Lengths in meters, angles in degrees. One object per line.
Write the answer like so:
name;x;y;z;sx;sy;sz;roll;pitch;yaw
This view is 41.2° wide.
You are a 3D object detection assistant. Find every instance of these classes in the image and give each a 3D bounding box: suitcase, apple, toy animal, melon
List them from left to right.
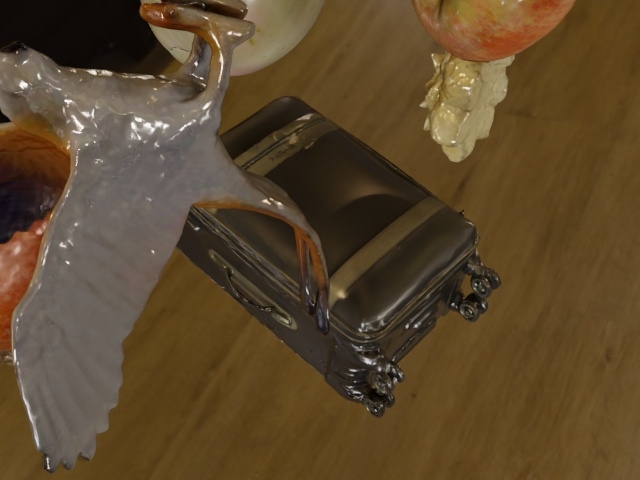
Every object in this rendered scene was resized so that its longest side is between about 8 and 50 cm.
toy animal;-0.080;-0.030;0.583;0.284;0.302;0.225;-5;42;-30
melon;-0.089;-0.337;0.952;0.223;0.223;0.317;1;71;23
suitcase;0.000;0.000;1.150;0.434;0.194;0.283;38;56;22
apple;0.196;-0.303;0.961;0.164;0.210;0.209;-12;38;-27

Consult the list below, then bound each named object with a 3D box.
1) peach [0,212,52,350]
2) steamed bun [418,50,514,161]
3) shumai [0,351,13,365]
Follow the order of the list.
peach;-0.346;0.010;0.906;0.232;0.257;0.232;-14;26;7
steamed bun;0.283;-0.308;1.715;0.137;0.295;0.292;23;73;18
shumai;-0.394;0.070;1.179;0.175;0.166;0.206;-13;47;-31
